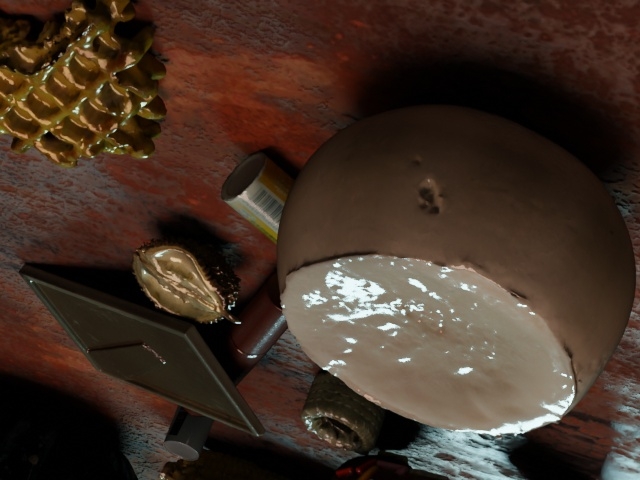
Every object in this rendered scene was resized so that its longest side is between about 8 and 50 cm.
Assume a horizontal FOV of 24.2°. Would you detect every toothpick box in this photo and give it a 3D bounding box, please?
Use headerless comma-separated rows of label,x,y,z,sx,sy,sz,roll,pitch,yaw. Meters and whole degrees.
toothpick box,-0.166,0.235,1.929,0.052,0.083,0.052,14,147,10

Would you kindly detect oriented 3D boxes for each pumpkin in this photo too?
pumpkin,-0.433,0.382,2.136,0.363,0.266,0.363,18,146,13

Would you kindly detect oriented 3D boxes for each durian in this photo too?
durian,-0.132,0.038,1.626,0.140,0.071,0.110,33,144,6

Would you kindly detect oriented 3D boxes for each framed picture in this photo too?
framed picture,-0.214,0.131,1.785,0.289,0.016,0.213,16,149,38

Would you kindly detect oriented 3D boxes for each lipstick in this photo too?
lipstick,-0.095,0.128,1.754,0.057,0.057,0.356,27,148,-9

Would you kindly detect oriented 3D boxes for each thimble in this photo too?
thimble,0.031,0.209,1.797,0.084,0.062,0.110,-9,137,40

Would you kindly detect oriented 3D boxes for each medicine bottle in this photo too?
medicine bottle,0.000,0.000,1.497,0.218,0.074,0.074,41,143,-25

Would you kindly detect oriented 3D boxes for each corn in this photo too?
corn,-0.067,0.364,2.057,0.320,0.097,0.097,21,148,-3

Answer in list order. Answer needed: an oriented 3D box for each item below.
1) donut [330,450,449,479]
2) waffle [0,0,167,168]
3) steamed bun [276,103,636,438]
donut,0.150,0.342,1.787,0.345,0.136,0.259,10,175,15
waffle,-0.288,-0.162,1.422,0.293,0.069,0.259,15,147,12
steamed bun,0.121,0.015,1.317,0.324,0.206,0.324,17,147,11
